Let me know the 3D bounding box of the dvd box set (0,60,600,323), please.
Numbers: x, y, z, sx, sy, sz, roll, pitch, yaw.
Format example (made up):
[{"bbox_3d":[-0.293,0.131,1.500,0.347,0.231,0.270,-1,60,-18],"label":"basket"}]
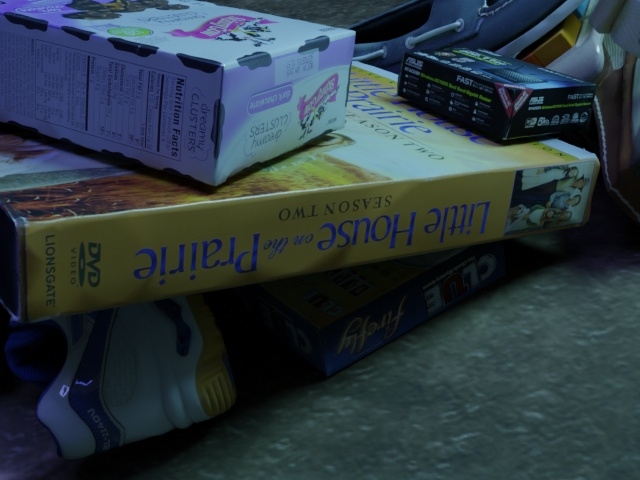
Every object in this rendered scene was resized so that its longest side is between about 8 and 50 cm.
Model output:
[{"bbox_3d":[-0.057,-0.064,0.672,0.421,0.062,0.308,-8,27,-33],"label":"dvd box set"}]

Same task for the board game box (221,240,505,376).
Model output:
[{"bbox_3d":[0.000,0.000,0.740,0.165,0.042,0.243,-26,34,-24],"label":"board game box"}]

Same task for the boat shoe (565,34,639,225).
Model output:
[{"bbox_3d":[0.267,-0.115,0.791,0.120,0.122,0.324,-31,20,37],"label":"boat shoe"}]

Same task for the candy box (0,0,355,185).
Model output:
[{"bbox_3d":[-0.101,-0.108,0.589,0.196,0.070,0.165,17,24,22],"label":"candy box"}]

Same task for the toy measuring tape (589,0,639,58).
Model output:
[{"bbox_3d":[0.355,-0.106,0.660,0.330,0.121,0.121,32,45,11],"label":"toy measuring tape"}]

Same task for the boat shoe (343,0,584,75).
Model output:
[{"bbox_3d":[0.124,-0.206,0.848,0.319,0.099,0.116,-24,18,46],"label":"boat shoe"}]

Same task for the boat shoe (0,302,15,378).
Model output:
[{"bbox_3d":[-0.253,0.030,0.744,0.076,0.080,0.228,-4,32,1],"label":"boat shoe"}]

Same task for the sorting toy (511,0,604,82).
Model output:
[{"bbox_3d":[0.175,-0.156,0.847,0.193,0.038,0.208,-35,18,35],"label":"sorting toy"}]

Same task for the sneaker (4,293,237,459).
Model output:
[{"bbox_3d":[-0.168,0.036,0.671,0.131,0.111,0.296,-22,31,-15],"label":"sneaker"}]

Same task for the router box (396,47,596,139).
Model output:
[{"bbox_3d":[0.133,-0.116,0.721,0.092,0.038,0.122,-10,28,-37],"label":"router box"}]
